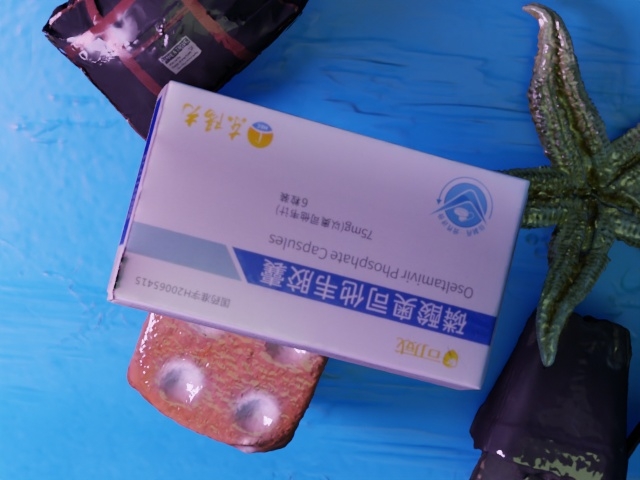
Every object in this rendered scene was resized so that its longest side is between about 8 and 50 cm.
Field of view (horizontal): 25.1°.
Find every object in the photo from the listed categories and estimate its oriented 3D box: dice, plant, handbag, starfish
[{"bbox_3d":[-0.081,0.092,1.410,0.179,0.175,0.174,22,105,-5],"label":"dice"},{"bbox_3d":[0.233,0.194,1.443,0.142,0.164,0.256,19,93,-4],"label":"plant"},{"bbox_3d":[-0.136,-0.214,1.337,0.215,0.155,0.169,-41,101,18],"label":"handbag"},{"bbox_3d":[0.280,-0.033,1.404,0.358,0.078,0.347,34,78,-8],"label":"starfish"}]

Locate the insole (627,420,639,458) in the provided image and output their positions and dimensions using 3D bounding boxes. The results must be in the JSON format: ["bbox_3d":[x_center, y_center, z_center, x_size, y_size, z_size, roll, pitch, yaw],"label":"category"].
[{"bbox_3d":[0.351,0.136,1.419,0.012,0.110,0.309,33,132,12],"label":"insole"}]

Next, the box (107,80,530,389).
[{"bbox_3d":[0.000,0.000,1.286,0.343,0.065,0.200,15,84,-10],"label":"box"}]
